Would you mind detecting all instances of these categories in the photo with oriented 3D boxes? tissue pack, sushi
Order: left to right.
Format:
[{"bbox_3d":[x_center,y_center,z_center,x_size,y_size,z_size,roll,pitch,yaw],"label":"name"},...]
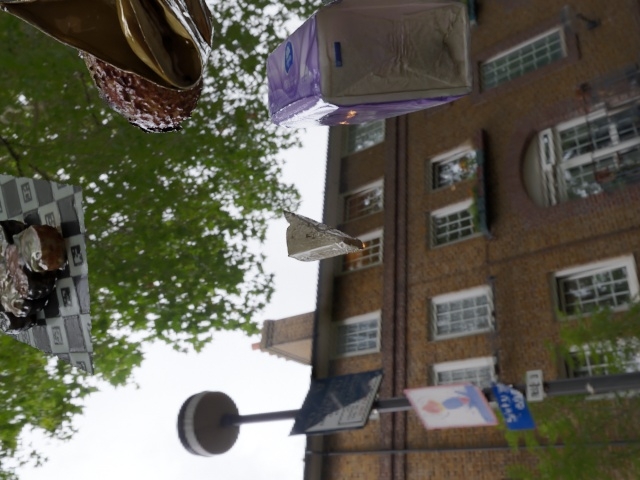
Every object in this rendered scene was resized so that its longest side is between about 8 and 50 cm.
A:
[{"bbox_3d":[-0.515,0.054,1.052,0.069,0.339,0.320,-13,-72,-49],"label":"sushi"},{"bbox_3d":[0.059,-0.280,1.016,0.242,0.338,0.160,-7,-83,-17],"label":"tissue pack"}]

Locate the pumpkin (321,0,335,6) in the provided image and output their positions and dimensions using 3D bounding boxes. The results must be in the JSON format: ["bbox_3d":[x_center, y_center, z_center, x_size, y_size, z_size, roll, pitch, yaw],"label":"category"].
[{"bbox_3d":[0.113,-0.708,1.728,0.250,0.250,0.216,28,-164,-42],"label":"pumpkin"}]

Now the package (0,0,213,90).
[{"bbox_3d":[-0.217,-0.323,0.754,0.221,0.165,0.311,22,-158,-15],"label":"package"}]

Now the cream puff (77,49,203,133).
[{"bbox_3d":[-0.407,-0.432,1.464,0.350,0.229,0.350,45,-153,-30],"label":"cream puff"}]

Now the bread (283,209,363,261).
[{"bbox_3d":[0.004,-0.021,1.216,0.077,0.152,0.105,14,-113,-52],"label":"bread"}]
